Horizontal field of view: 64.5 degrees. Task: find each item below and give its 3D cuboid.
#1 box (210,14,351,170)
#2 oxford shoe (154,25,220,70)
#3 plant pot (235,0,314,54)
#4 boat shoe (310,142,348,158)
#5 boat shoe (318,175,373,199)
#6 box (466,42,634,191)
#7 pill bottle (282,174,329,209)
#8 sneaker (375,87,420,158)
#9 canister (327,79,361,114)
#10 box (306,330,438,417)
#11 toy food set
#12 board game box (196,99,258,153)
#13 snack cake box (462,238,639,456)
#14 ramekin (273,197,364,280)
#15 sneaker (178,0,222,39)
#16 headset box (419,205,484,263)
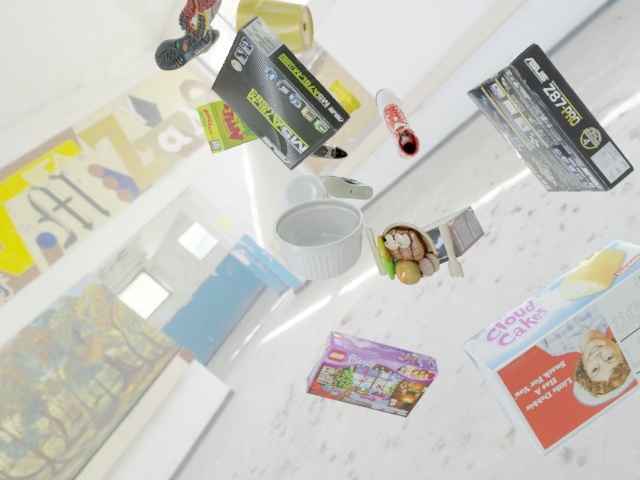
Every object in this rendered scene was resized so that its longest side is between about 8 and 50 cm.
[{"bbox_3d":[-0.067,-0.211,0.769,0.045,0.191,0.184,-50,12,-26],"label":"box"},{"bbox_3d":[-0.369,-0.534,1.420,0.227,0.083,0.096,-10,17,30],"label":"oxford shoe"},{"bbox_3d":[-0.161,-0.796,1.915,0.254,0.239,0.254,3,-90,-73],"label":"plant pot"},{"bbox_3d":[0.033,-0.353,1.997,0.066,0.183,0.066,24,113,47],"label":"boat shoe"},{"bbox_3d":[0.096,-0.217,2.063,0.079,0.233,0.084,-114,37,-63],"label":"boat shoe"},{"bbox_3d":[0.587,-0.300,1.344,0.097,0.395,0.318,-42,4,0],"label":"box"},{"bbox_3d":[-0.028,-0.092,1.444,0.121,0.121,0.216,-49,-19,-6],"label":"pill bottle"},{"bbox_3d":[0.279,-0.417,1.799,0.090,0.270,0.145,-22,10,4],"label":"sneaker"},{"bbox_3d":[0.022,-0.383,1.515,0.170,0.073,0.126,-42,48,7],"label":"canister"},{"bbox_3d":[0.130,0.354,1.325,0.057,0.293,0.201,-87,15,-54],"label":"box"},{"bbox_3d":[0.166,0.027,0.970,0.192,0.132,0.038,-3,26,44],"label":"toy food set"},{"bbox_3d":[-0.155,-0.245,1.025,0.043,0.092,0.181,-3,21,41],"label":"board game box"},{"bbox_3d":[0.347,0.138,0.678,0.264,0.152,0.089,-34,16,-2],"label":"snack cake box"},{"bbox_3d":[0.000,0.000,1.168,0.207,0.109,0.207,-6,34,4],"label":"ramekin"},{"bbox_3d":[-0.265,-0.571,1.160,0.225,0.088,0.093,-36,27,57],"label":"sneaker"},{"bbox_3d":[0.353,0.008,1.568,0.218,0.110,0.293,-27,-1,34],"label":"headset box"}]
